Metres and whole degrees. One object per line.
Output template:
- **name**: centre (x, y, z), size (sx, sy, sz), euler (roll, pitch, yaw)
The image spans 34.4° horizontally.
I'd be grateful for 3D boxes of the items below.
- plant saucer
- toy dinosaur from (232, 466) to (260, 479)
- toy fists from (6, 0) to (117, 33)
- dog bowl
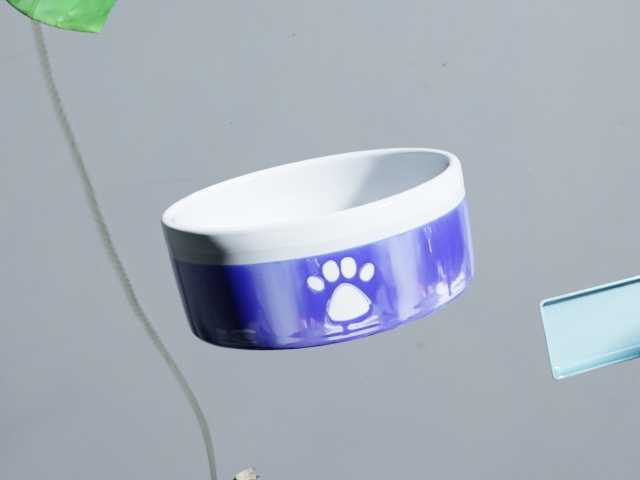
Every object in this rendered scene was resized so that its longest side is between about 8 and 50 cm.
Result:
- **plant saucer**: centre (0.270, 0.060, 0.857), size (0.192, 0.018, 0.067), euler (-13, 94, -14)
- **toy dinosaur**: centre (-0.057, 0.248, 0.934), size (0.183, 0.092, 0.053), euler (6, 56, 7)
- **toy fists**: centre (-0.259, -0.272, 0.868), size (0.096, 0.279, 0.142), euler (46, 114, 28)
- **dog bowl**: centre (0.000, 0.000, 0.911), size (0.265, 0.265, 0.104), euler (-13, 104, -3)
